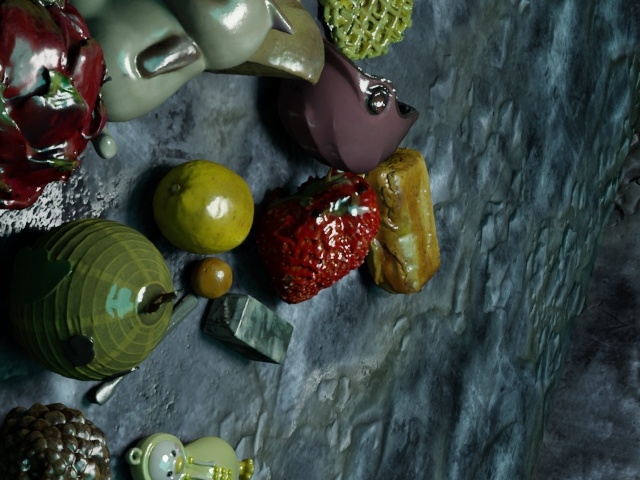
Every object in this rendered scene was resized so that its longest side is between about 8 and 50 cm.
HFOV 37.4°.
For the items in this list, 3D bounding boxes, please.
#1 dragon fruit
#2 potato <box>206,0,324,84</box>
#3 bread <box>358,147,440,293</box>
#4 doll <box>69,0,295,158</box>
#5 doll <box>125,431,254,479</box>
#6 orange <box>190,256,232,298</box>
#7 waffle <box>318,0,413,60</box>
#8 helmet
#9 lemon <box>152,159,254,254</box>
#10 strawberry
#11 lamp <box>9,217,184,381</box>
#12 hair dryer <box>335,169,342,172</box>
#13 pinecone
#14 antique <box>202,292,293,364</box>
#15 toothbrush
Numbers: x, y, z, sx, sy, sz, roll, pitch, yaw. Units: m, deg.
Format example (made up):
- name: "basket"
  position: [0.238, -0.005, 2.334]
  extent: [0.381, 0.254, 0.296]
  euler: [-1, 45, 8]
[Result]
- name: "dragon fruit"
  position: [-0.427, -0.192, 1.199]
  extent: [0.329, 0.329, 0.329]
  euler: [-10, 102, -55]
- name: "potato"
  position: [-0.134, -0.396, 1.645]
  extent: [0.189, 0.265, 0.210]
  euler: [22, 81, -64]
- name: "bread"
  position: [0.171, -0.047, 2.216]
  extent: [0.195, 0.149, 0.343]
  euler: [-38, 126, -46]
- name: "doll"
  position: [-0.249, -0.320, 1.448]
  extent: [0.370, 0.215, 0.226]
  euler: [-37, 140, -9]
- name: "doll"
  position: [-0.236, 0.417, 1.709]
  extent: [0.296, 0.117, 0.141]
  euler: [32, 65, -53]
- name: "orange"
  position: [-0.202, 0.070, 1.754]
  extent: [0.085, 0.085, 0.084]
  euler: [-10, 102, -55]
- name: "waffle"
  position: [0.111, -0.555, 2.098]
  extent: [0.297, 0.073, 0.317]
  euler: [-33, 129, -36]
- name: "helmet"
  position: [0.027, -0.258, 1.909]
  extent: [0.338, 0.271, 0.197]
  euler: [30, 91, -49]
- name: "lemon"
  position: [-0.202, -0.057, 1.664]
  extent: [0.207, 0.170, 0.169]
  euler: [20, 77, -61]
- name: "strawberry"
  position: [-0.001, -0.001, 1.890]
  extent: [0.261, 0.261, 0.257]
  euler: [-39, 116, -46]
- name: "lamp"
  position: [-0.318, 0.089, 1.409]
  extent: [0.250, 0.284, 0.250]
  euler: [-1, 91, -60]
- name: "hair dryer"
  position: [0.038, -0.108, 2.091]
  extent: [0.131, 0.073, 0.236]
  euler: [30, 67, -51]
- name: "pinecone"
  position: [-0.398, 0.338, 1.419]
  extent: [0.204, 0.179, 0.184]
  euler: [21, 86, -82]
- name: "antique"
  position: [-0.142, 0.169, 1.842]
  extent: [0.183, 0.088, 0.086]
  euler: [41, 60, -50]
- name: "toothbrush"
  position: [-0.305, 0.185, 1.662]
  extent: [0.297, 0.031, 0.030]
  euler: [-49, 123, -42]
